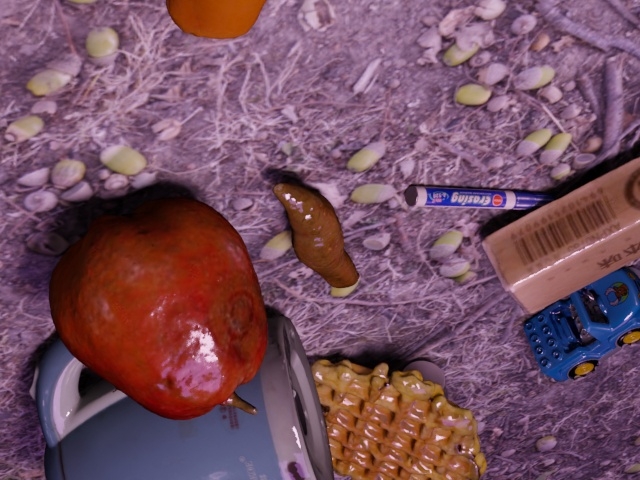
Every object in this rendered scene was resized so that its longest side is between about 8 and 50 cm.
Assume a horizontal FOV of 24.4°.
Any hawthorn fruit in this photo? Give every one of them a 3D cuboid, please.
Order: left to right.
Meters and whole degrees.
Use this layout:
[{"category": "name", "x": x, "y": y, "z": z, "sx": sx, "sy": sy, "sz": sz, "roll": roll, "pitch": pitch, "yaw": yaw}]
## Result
[{"category": "hawthorn fruit", "x": -0.157, "y": 0.086, "z": 1.584, "sx": 0.224, "sy": 0.261, "sz": 0.224, "roll": -29, "pitch": 168, "yaw": -7}]

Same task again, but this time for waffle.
[{"category": "waffle", "x": 0.087, "y": 0.263, "z": 2.036, "sx": 0.281, "sy": 0.058, "sz": 0.301, "roll": 5, "pitch": 140, "yaw": 21}]

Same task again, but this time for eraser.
[{"category": "eraser", "x": 0.375, "y": -0.029, "z": 1.820, "sx": 0.343, "sy": 0.078, "sz": 0.144, "roll": -28, "pitch": 157, "yaw": 11}]

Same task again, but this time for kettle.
[{"category": "kettle", "x": -0.184, "y": 0.217, "z": 1.817, "sx": 0.342, "sy": 0.247, "sz": 0.319, "roll": -13, "pitch": 115, "yaw": 6}]

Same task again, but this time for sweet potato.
[{"category": "sweet potato", "x": 0.000, "y": 0.000, "z": 1.718, "sx": 0.067, "sy": 0.067, "sz": 0.274, "roll": -23, "pitch": 151, "yaw": 5}]

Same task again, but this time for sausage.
[{"category": "sausage", "x": -0.071, "y": -0.269, "z": 1.283, "sx": 0.098, "sy": 0.098, "sz": 0.238, "roll": -2, "pitch": 140, "yaw": -24}]

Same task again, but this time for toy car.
[{"category": "toy car", "x": 0.357, "y": 0.110, "z": 2.007, "sx": 0.191, "sy": 0.097, "sz": 0.100, "roll": -37, "pitch": 141, "yaw": 24}]

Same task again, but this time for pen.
[{"category": "pen", "x": 0.194, "y": -0.050, "z": 1.771, "sx": 0.204, "sy": 0.025, "sz": 0.025, "roll": 1, "pitch": 141, "yaw": -27}]

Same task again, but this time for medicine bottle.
[{"category": "medicine bottle", "x": 0.137, "y": 0.232, "z": 2.086, "sx": 0.079, "sy": 0.079, "sz": 0.140, "roll": -12, "pitch": 145, "yaw": -11}]
